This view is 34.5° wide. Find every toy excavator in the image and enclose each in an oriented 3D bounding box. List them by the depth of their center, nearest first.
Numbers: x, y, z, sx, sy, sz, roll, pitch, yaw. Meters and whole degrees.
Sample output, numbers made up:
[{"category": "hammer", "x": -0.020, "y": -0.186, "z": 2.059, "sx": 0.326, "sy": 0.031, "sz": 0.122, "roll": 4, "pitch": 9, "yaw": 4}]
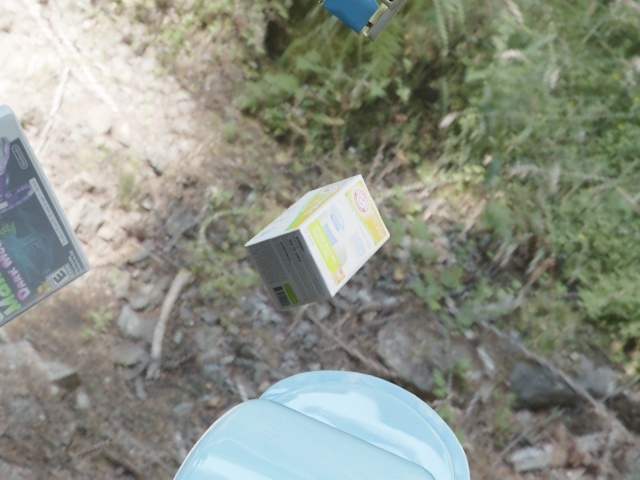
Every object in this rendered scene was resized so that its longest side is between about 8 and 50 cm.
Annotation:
[{"category": "toy excavator", "x": -0.051, "y": 0.237, "z": 0.644, "sx": 0.222, "sy": 0.445, "sz": 0.433, "roll": 21, "pitch": 62, "yaw": 19}]

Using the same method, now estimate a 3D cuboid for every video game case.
[{"category": "video game case", "x": -0.307, "y": 0.001, "z": 0.895, "sx": 0.173, "sy": 0.190, "sz": 0.022, "roll": -34, "pitch": 45, "yaw": -20}]

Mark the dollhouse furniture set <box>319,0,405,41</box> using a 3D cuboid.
[{"category": "dollhouse furniture set", "x": 0.017, "y": -0.269, "z": 0.870, "sx": 0.184, "sy": 0.129, "sz": 0.129, "roll": 34, "pitch": 14, "yaw": -15}]

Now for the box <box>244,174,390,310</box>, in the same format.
[{"category": "box", "x": 0.000, "y": 0.000, "z": 1.507, "sx": 0.203, "sy": 0.103, "sz": 0.114, "roll": -42, "pitch": 110, "yaw": -52}]
